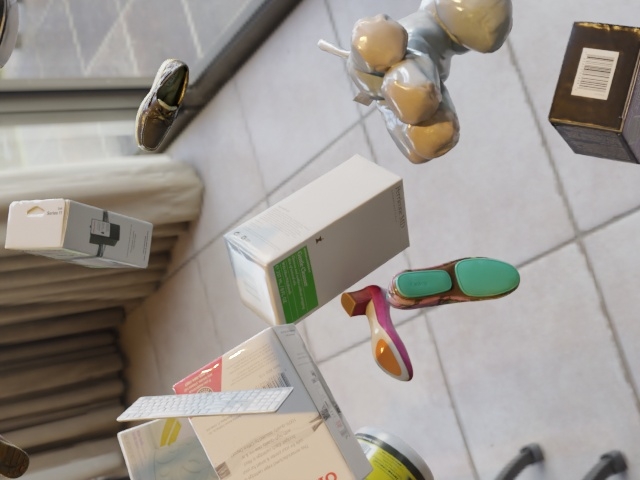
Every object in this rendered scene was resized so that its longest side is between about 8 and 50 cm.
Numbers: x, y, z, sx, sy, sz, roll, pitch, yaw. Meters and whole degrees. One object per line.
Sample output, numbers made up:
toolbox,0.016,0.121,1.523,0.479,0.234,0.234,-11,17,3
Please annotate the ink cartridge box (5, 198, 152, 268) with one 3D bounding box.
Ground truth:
ink cartridge box,-0.425,-0.008,1.678,0.153,0.208,0.086,-1,78,34

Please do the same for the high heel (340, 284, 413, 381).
high heel,0.144,0.180,1.885,0.244,0.117,0.082,49,134,42

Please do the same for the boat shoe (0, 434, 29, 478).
boat shoe,-0.578,0.343,1.613,0.178,0.064,0.060,44,158,-27

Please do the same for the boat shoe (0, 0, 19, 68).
boat shoe,-0.506,-0.394,1.353,0.108,0.102,0.301,-2,91,19

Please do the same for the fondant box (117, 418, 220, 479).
fondant box,-0.289,0.517,2.261,0.096,0.330,0.238,140,112,-70

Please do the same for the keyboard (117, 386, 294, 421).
keyboard,-0.165,0.233,1.348,0.256,0.072,0.014,-8,100,23

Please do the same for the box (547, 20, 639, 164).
box,0.422,-0.212,1.393,0.108,0.207,0.153,14,89,28

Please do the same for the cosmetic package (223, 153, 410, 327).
cosmetic package,0.000,0.000,1.968,0.155,0.366,0.196,33,147,42

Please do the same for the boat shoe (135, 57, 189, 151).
boat shoe,-0.358,-0.307,2.158,0.073,0.080,0.223,27,95,62

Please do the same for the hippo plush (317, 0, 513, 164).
hippo plush,0.174,-0.262,1.370,0.234,0.237,0.294,56,177,-11

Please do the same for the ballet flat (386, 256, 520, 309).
ballet flat,0.210,0.074,1.536,0.079,0.222,0.076,114,146,-65

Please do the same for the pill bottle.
pill bottle,0.052,0.530,1.791,0.188,0.334,0.188,32,150,21

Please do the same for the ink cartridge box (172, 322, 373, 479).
ink cartridge box,-0.077,0.306,1.537,0.207,0.117,0.283,-32,79,14
